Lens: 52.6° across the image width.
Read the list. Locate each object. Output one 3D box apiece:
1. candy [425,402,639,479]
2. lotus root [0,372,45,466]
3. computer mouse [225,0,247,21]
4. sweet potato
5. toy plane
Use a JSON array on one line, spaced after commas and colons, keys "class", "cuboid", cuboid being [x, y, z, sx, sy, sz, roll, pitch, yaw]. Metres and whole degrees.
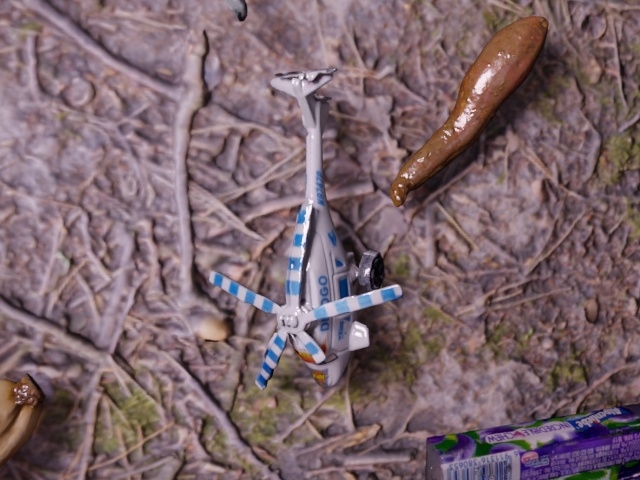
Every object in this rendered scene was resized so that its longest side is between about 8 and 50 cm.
[{"class": "candy", "cuboid": [0.261, 0.240, 0.708, 0.312, 0.061, 0.088, -5, 105, -14]}, {"class": "lotus root", "cuboid": [-0.292, 0.165, 0.537, 0.150, 0.062, 0.073, -38, 132, -3]}, {"class": "computer mouse", "cuboid": [-0.149, -0.332, 0.455, 0.167, 0.090, 0.379, -30, 114, -7]}, {"class": "sweet potato", "cuboid": [0.134, -0.117, 0.601, 0.050, 0.050, 0.214, 36, 95, -20]}, {"class": "toy plane", "cuboid": [-0.010, -0.002, 0.579, 0.182, 0.107, 0.273, -17, 88, 32]}]
